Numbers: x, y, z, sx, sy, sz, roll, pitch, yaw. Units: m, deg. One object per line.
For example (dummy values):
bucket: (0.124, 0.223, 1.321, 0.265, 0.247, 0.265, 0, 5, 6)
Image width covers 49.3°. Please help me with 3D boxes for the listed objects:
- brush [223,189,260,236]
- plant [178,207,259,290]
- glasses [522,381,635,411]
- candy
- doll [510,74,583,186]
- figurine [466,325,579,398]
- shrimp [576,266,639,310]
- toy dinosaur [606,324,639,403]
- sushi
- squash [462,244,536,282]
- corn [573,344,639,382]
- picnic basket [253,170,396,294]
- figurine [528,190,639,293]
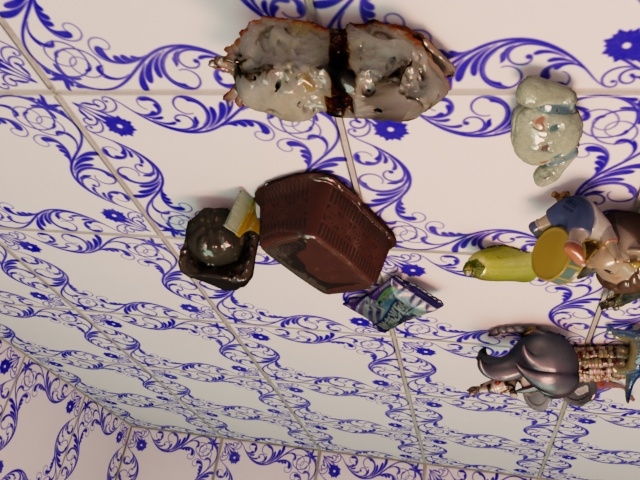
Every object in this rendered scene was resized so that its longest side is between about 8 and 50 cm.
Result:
brush: (-0.124, -0.025, 1.452, 0.011, 0.083, 0.205, 14, 165, 35)
plant: (-0.213, 0.026, 1.503, 0.164, 0.142, 0.256, 6, 155, 11)
glasses: (0.737, 0.420, 1.995, 0.268, 0.118, 0.234, 8, 157, -39)
candy: (0.167, 0.159, 1.689, 0.145, 0.070, 0.275, 30, 149, -16)
doll: (0.337, -0.165, 1.042, 0.103, 0.072, 0.214, -13, 137, 12)
figurine: (0.497, 0.311, 1.716, 0.265, 0.175, 0.197, 2, 116, 11)
shrimp: (0.602, 0.078, 1.416, 0.150, 0.051, 0.217, 16, 144, -3)
toy dinosaur: (0.762, 0.266, 1.596, 0.075, 0.248, 0.188, -19, -165, -40)
sushi: (0.020, -0.232, 0.964, 0.332, 0.130, 0.124, 6, 151, 7)
squash: (0.352, 0.045, 1.413, 0.200, 0.075, 0.090, 4, 179, -36)
corn: (0.731, 0.302, 1.736, 0.280, 0.092, 0.092, -9, 146, 25)
picnic basket: (0.000, 0.000, 1.393, 0.222, 0.129, 0.297, -11, 144, 37)
figurine: (0.505, 0.019, 1.218, 0.275, 0.161, 0.158, 15, 109, -18)
